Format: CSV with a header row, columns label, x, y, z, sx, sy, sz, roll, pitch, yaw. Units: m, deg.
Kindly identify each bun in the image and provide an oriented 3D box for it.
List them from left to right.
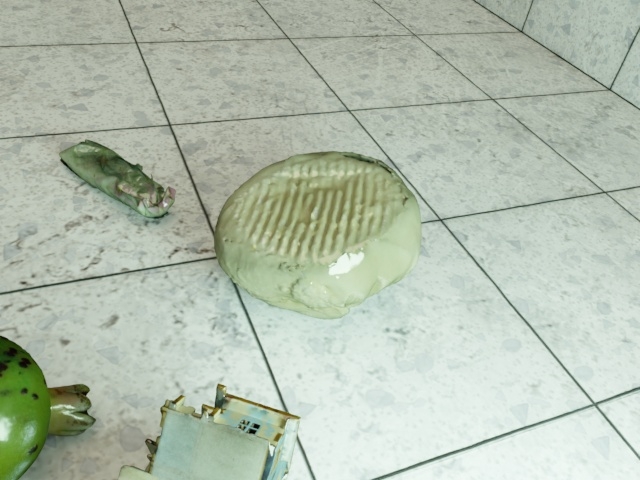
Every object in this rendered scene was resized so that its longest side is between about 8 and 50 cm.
label,x,y,z,sx,sy,sz,roll,pitch,yaw
bun,0.000,0.000,1.051,0.359,0.211,0.360,-3,42,2

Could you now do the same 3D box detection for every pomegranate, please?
label,x,y,z,sx,sy,sz,roll,pitch,yaw
pomegranate,-0.411,0.216,0.742,0.247,0.202,0.202,13,28,-48

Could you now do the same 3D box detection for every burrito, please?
label,x,y,z,sx,sy,sz,roll,pitch,yaw
burrito,-0.422,-0.130,1.220,0.309,0.066,0.096,29,46,25

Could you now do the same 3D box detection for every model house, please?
label,x,y,z,sx,sy,sz,roll,pitch,yaw
model house,-0.126,0.290,0.701,0.178,0.271,0.206,13,5,10
